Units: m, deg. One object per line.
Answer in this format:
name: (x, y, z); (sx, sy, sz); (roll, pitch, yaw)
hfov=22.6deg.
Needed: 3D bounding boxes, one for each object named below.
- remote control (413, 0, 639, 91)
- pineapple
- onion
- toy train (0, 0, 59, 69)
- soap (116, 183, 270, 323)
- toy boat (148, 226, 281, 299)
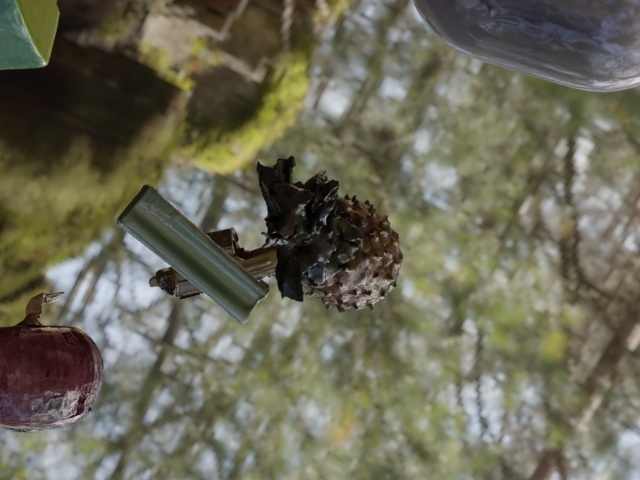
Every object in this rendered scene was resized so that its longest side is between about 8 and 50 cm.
remote control: (0.263, -0.278, 1.832); (0.332, 0.221, 0.103); (16, -134, 1)
pineapple: (0.000, 0.000, 1.939); (0.141, 0.170, 0.310); (7, 167, 22)
onion: (-0.342, 0.154, 1.875); (0.177, 0.153, 0.177); (-12, -162, 4)
toy train: (-0.403, -0.257, 1.398); (0.369, 0.150, 0.237); (-2, -128, 10)
soap: (-0.159, 0.016, 1.991); (0.198, 0.063, 0.114); (40, 175, -12)
toy boat: (-0.153, 0.028, 2.436); (0.226, 0.088, 0.068); (-14, -168, 10)
